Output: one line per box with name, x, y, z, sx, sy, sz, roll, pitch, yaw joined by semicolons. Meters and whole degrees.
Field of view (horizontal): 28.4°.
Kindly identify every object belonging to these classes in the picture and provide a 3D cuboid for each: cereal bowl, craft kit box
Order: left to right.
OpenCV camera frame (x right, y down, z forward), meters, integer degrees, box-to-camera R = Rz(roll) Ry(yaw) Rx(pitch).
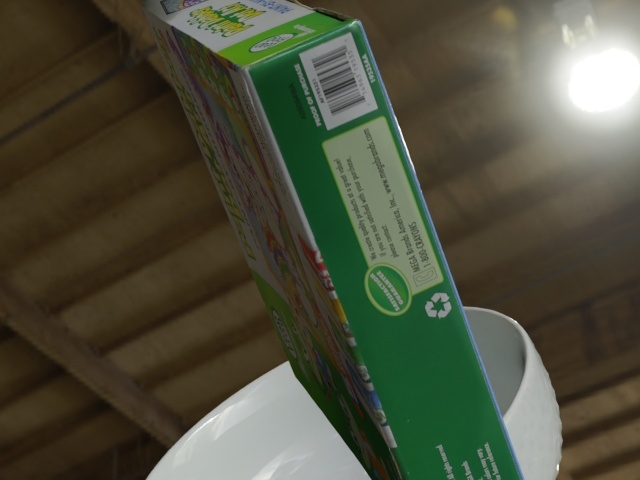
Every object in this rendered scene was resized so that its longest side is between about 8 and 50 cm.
craft kit box;0.000;0.000;0.621;0.061;0.246;0.250;-24;-69;-7
cereal bowl;0.031;0.196;0.945;0.339;0.339;0.141;-22;-74;16
